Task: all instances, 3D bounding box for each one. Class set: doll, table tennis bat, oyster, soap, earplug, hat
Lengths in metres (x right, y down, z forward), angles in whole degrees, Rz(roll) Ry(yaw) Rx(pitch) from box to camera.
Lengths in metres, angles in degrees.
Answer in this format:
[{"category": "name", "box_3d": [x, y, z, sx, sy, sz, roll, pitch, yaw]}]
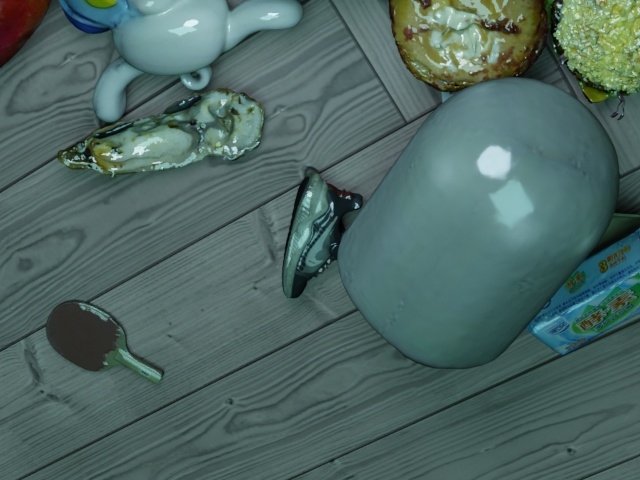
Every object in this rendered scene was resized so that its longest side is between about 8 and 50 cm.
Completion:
[{"category": "doll", "box_3d": [-0.267, -0.384, 1.585, 0.376, 0.187, 0.365, -31, 118, 7]}, {"category": "table tennis bat", "box_3d": [-0.394, 0.195, 1.937, 0.234, 0.022, 0.131, 30, 114, -5]}, {"category": "oyster", "box_3d": [-0.258, -0.174, 1.712, 0.345, 0.078, 0.128, -12, 133, 5]}, {"category": "soap", "box_3d": [0.455, 0.085, 1.706, 0.293, 0.077, 0.156, -33, 144, 20]}, {"category": "earplug", "box_3d": [0.241, -0.041, 1.525, 0.313, 0.312, 0.394, 28, 134, -5]}, {"category": "hat", "box_3d": [0.424, -0.029, 1.708, 0.144, 0.173, 0.166, 50, 146, 29]}]

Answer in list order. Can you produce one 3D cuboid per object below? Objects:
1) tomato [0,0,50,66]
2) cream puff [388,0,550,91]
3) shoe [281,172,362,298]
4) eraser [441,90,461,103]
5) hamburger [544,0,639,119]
[{"category": "tomato", "box_3d": [-0.548, -0.382, 1.571, 0.290, 0.176, 0.335, 31, 112, -26]}, {"category": "cream puff", "box_3d": [0.215, -0.337, 1.538, 0.240, 0.164, 0.240, 8, 125, 12]}, {"category": "shoe", "box_3d": [0.000, 0.000, 1.758, 0.112, 0.099, 0.227, 9, 115, -5]}, {"category": "eraser", "box_3d": [0.217, -0.223, 1.660, 0.052, 0.029, 0.122, -4, 113, 9]}, {"category": "hamburger", "box_3d": [0.447, -0.314, 1.529, 0.243, 0.138, 0.261, -29, 107, 18]}]
